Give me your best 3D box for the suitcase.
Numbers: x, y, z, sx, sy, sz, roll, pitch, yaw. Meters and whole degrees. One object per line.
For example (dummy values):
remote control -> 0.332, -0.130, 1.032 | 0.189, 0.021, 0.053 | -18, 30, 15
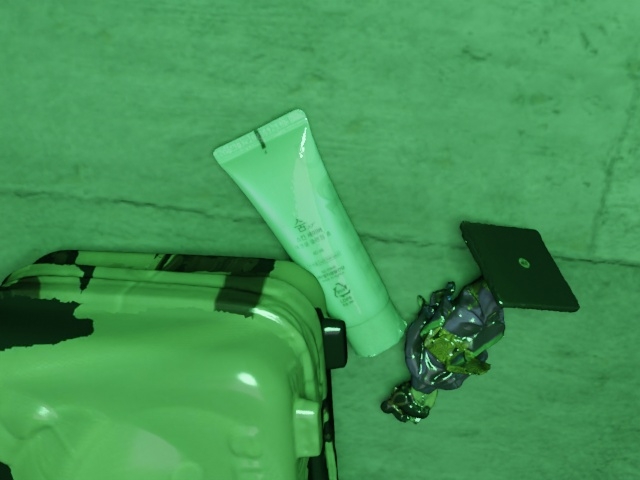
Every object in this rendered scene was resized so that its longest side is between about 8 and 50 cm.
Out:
suitcase -> -0.152, 0.181, 0.781 | 0.339, 0.194, 0.351 | 4, 121, 12

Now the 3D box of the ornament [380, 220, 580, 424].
ornament -> 0.117, 0.079, 0.793 | 0.081, 0.088, 0.203 | 1, 137, -26

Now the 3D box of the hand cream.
hand cream -> 0.000, 0.000, 0.760 | 0.078, 0.050, 0.205 | -23, 113, 19
